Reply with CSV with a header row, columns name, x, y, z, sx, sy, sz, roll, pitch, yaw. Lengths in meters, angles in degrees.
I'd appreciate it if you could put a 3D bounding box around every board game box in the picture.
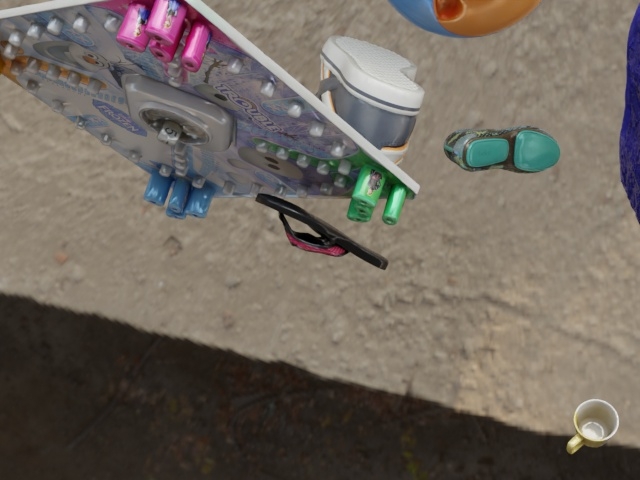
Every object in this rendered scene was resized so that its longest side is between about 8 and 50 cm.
name,x,y,z,sx,sy,sz,roll,pitch,yaw
board game box,-0.154,-0.121,1.257,0.390,0.050,0.390,3,156,43

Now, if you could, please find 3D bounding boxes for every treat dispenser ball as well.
name,x,y,z,sx,sy,sz,roll,pitch,yaw
treat dispenser ball,0.209,-0.434,1.700,0.288,0.288,0.288,4,113,9

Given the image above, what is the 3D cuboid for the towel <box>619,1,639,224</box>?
name,x,y,z,sx,sy,sz,roll,pitch,yaw
towel,0.277,-0.025,0.846,0.076,0.308,0.228,-9,130,3

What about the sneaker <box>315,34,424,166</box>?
name,x,y,z,sx,sy,sz,roll,pitch,yaw
sneaker,0.048,-0.164,1.441,0.126,0.321,0.127,17,108,-5

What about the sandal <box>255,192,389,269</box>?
name,x,y,z,sx,sy,sz,roll,pitch,yaw
sandal,0.000,0.000,1.332,0.179,0.067,0.040,30,95,-28

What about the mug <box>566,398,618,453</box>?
name,x,y,z,sx,sy,sz,roll,pitch,yaw
mug,0.386,0.269,1.711,0.078,0.062,0.064,-11,153,2

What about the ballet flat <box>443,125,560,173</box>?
name,x,y,z,sx,sy,sz,roll,pitch,yaw
ballet flat,0.242,-0.126,1.606,0.188,0.070,0.070,1,122,-38
